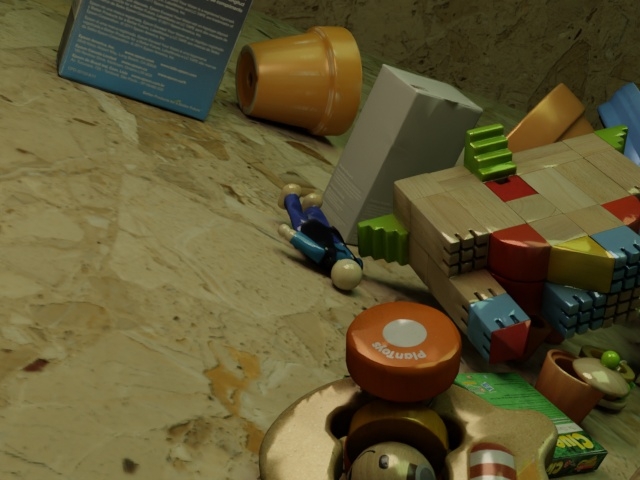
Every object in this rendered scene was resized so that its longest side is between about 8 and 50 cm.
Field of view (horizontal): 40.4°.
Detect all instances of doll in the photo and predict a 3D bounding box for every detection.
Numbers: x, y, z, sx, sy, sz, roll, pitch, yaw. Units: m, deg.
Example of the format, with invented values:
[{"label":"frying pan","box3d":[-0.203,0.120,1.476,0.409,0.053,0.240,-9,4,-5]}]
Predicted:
[{"label":"doll","box3d":[0.000,0.000,1.083,0.129,0.046,0.189,22,23,-36]}]

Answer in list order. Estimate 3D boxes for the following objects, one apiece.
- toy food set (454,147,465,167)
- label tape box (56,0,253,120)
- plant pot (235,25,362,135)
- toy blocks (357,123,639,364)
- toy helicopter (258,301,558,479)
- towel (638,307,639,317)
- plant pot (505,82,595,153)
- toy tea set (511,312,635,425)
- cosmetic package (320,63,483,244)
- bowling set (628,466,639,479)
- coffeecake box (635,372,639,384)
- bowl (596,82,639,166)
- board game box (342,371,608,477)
[{"label":"toy food set","box3d":[0.237,-0.248,1.997,0.219,0.092,0.306,31,18,-16]},{"label":"label tape box","box3d":[-0.244,-0.394,1.374,0.249,0.348,0.115,15,21,-25]},{"label":"plant pot","box3d":[-0.050,-0.298,1.619,0.188,0.205,0.205,-3,29,-25]},{"label":"toy blocks","box3d":[0.269,0.002,1.015,0.381,0.191,0.261,-15,37,-16]},{"label":"toy helicopter","box3d":[0.109,0.195,0.543,0.355,0.140,0.235,22,38,30]},{"label":"towel","box3d":[0.573,0.172,1.120,0.248,0.038,0.325,11,21,-37]},{"label":"plant pot","box3d":[0.371,-0.087,1.446,0.203,0.291,0.291,43,22,7]},{"label":"toy tea set","box3d":[0.295,0.095,1.062,0.200,0.124,0.336,16,20,-22]},{"label":"cosmetic package","box3d":[0.106,-0.109,1.204,0.127,0.238,0.107,11,23,-35]},{"label":"bowling set","box3d":[0.395,0.258,0.705,0.200,0.154,0.287,18,20,-16]},{"label":"coffeecake box","box3d":[0.532,0.197,1.162,0.185,0.068,0.142,33,21,23]},{"label":"bowl","box3d":[0.584,-0.079,1.490,0.391,0.077,0.391,52,22,-31]},{"label":"board game box","box3d":[0.149,0.175,0.825,0.259,0.030,0.136,7,23,-41]}]
